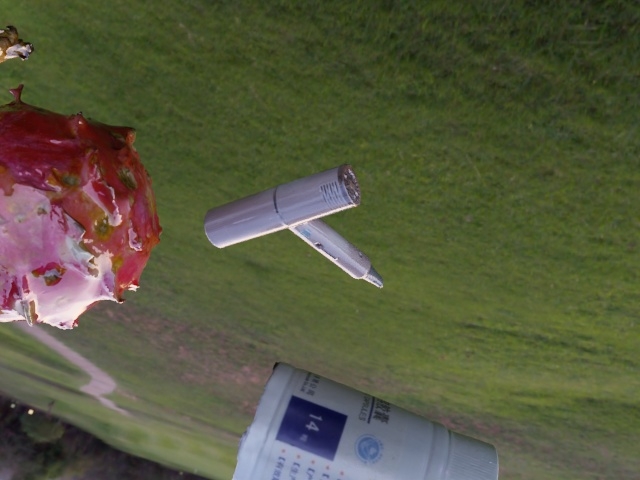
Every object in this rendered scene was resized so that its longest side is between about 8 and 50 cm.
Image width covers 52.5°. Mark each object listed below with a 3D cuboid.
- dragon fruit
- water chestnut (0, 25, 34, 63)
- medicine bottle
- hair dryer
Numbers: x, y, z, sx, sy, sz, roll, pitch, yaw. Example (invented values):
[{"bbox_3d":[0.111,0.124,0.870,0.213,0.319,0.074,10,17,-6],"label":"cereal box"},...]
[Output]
[{"bbox_3d":[-0.275,-0.023,0.564,0.268,0.205,0.210,14,122,-13],"label":"dragon fruit"},{"bbox_3d":[-0.710,-0.342,1.176,0.347,0.335,0.335,3,162,-29],"label":"water chestnut"},{"bbox_3d":[0.062,0.311,0.882,0.332,0.190,0.190,20,154,6],"label":"medicine bottle"},{"bbox_3d":[-0.009,0.005,0.835,0.195,0.054,0.220,-15,141,24],"label":"hair dryer"}]
